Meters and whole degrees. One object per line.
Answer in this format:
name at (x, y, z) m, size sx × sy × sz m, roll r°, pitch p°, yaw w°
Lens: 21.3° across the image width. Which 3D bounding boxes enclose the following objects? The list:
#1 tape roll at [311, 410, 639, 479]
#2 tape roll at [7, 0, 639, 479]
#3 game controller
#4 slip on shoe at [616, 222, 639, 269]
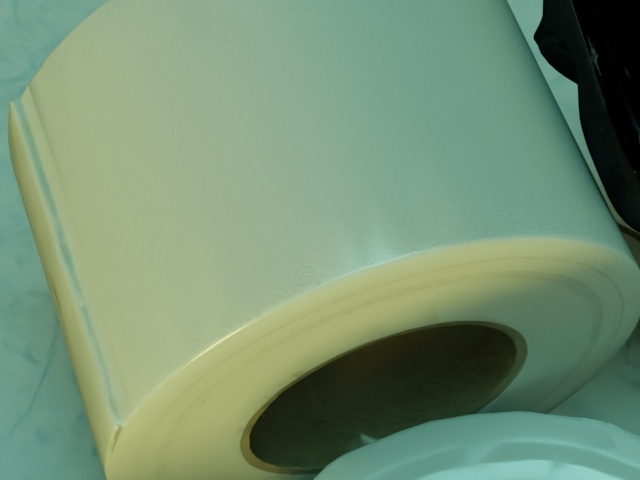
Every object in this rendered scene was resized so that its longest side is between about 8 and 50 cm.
tape roll at (0.086, 0.220, 0.721) m, size 0.286 × 0.100 × 0.286 m, roll 3°, pitch 59°, yaw -6°
tape roll at (0.000, 0.000, 0.757) m, size 0.246 × 0.246 × 0.169 m, roll -14°, pitch 62°, yaw -15°
game controller at (0.223, -0.033, 0.810) m, size 0.319 × 0.067 × 0.166 m, roll 21°, pitch 37°, yaw -40°
slip on shoe at (0.197, 0.037, 0.878) m, size 0.135 × 0.051 × 0.041 m, roll 27°, pitch 100°, yaw 1°
